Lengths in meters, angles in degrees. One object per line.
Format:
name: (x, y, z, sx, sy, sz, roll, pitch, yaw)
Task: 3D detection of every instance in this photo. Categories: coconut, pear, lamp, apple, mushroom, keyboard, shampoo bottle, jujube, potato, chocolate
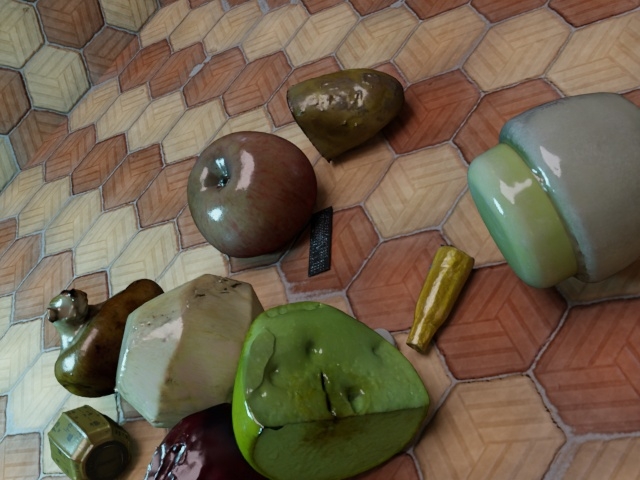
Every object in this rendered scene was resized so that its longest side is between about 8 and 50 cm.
coconut: (-0.245, 0.232, 1.695, 0.352, 0.352, 0.352, -22, 43, 23)
pear: (-0.020, 0.260, 1.474, 0.318, 0.342, 0.238, -114, 33, -41)
lamp: (-0.525, 0.467, 1.837, 0.185, 0.161, 0.161, 16, 66, 50)
apple: (-0.181, -0.121, 1.989, 0.345, 0.269, 0.345, -21, 45, 23)
mushroom: (-0.509, 0.215, 1.907, 0.345, 0.259, 0.345, -49, 3, 4)
keyboard: (0.000, 0.000, 1.934, 0.064, 0.010, 0.198, -22, 43, 26)
shampoo bottle: (0.443, -0.088, 1.405, 0.317, 0.322, 0.322, -26, 41, 4)
jujube: (-0.220, 0.492, 1.503, 0.258, 0.258, 0.376, 21, 77, 48)
potato: (0.081, -0.342, 2.034, 0.266, 0.229, 0.229, -23, 43, 16)
chocolate: (0.228, 0.118, 1.588, 0.085, 0.085, 0.219, 7, 61, 43)

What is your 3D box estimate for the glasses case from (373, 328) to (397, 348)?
glasses case: (0.070, 0.252, 1.617, 0.193, 0.049, 0.074, -39, 42, 4)
